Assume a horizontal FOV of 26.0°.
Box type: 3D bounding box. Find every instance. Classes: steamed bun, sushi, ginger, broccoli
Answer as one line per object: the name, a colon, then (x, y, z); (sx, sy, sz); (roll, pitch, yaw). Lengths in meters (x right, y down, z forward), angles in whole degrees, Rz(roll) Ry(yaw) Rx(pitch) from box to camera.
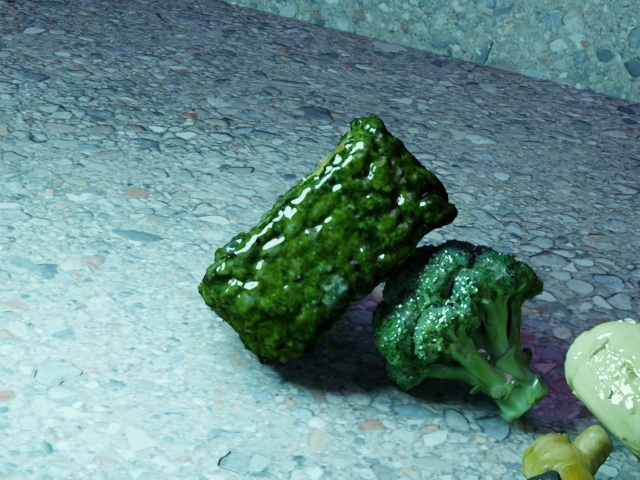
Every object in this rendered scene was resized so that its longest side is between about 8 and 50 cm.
steamed bun: (0.440, 0.202, 1.725); (0.232, 0.166, 0.273); (43, 4, -30)
sushi: (0.000, 0.000, 1.903); (0.178, 0.352, 0.294); (47, 4, -7)
ginger: (0.293, 0.318, 1.629); (0.118, 0.065, 0.299); (-22, 23, 18)
broccoli: (0.205, 0.119, 1.881); (0.270, 0.270, 0.270); (51, 39, 13)

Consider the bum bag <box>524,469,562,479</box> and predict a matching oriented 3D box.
bum bag: (0.227, 0.333, 1.518); (0.123, 0.060, 0.248); (-33, 18, 11)
